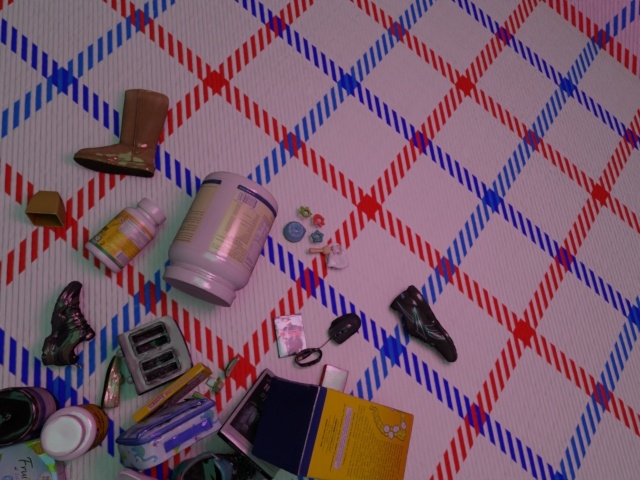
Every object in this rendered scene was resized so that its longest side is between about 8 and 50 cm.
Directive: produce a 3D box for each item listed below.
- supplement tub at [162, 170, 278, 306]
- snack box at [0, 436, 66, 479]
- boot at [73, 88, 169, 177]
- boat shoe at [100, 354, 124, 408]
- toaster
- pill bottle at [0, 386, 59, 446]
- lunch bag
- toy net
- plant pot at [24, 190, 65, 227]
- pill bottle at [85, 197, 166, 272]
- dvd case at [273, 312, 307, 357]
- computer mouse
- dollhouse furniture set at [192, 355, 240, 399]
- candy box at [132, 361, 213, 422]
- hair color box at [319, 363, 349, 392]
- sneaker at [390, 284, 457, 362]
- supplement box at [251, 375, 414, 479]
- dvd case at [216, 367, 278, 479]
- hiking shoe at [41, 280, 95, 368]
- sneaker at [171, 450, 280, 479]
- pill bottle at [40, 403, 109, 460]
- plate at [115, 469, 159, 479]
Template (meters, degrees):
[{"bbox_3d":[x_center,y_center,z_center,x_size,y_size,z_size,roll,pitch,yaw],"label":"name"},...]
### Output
[{"bbox_3d":[-0.278,-0.002,1.318,0.235,0.235,0.325,23,70,-5],"label":"supplement tub"},{"bbox_3d":[-0.711,0.590,1.127,0.174,0.070,0.207,-11,81,-15],"label":"snack box"},{"bbox_3d":[-0.598,-0.334,1.429,0.235,0.089,0.270,8,72,-21],"label":"boot"},{"bbox_3d":[-0.546,0.375,1.249,0.045,0.050,0.136,18,65,-32],"label":"boat shoe"},{"bbox_3d":[-0.434,0.304,1.259,0.185,0.110,0.168,-21,80,-18],"label":"toaster"},{"bbox_3d":[-0.698,0.408,1.108,0.122,0.219,0.123,4,73,-12],"label":"pill bottle"},{"bbox_3d":[-0.362,0.462,1.139,0.218,0.176,0.090,-17,88,-46],"label":"lunch bag"},{"bbox_3d":[0.000,0.000,1.486,0.232,0.045,0.122,38,68,-1],"label":"toy net"},{"bbox_3d":[-0.764,-0.093,1.321,0.081,0.081,0.084,4,63,-11],"label":"plant pot"},{"bbox_3d":[-0.541,-0.019,1.326,0.117,0.117,0.208,40,70,1],"label":"pill bottle"},{"bbox_3d":[-0.089,0.281,1.395,0.087,0.013,0.120,-6,75,-14],"label":"dvd case"},{"bbox_3d":[0.028,0.294,1.396,0.242,0.041,0.071,-35,88,-23],"label":"computer mouse"},{"bbox_3d":[-0.284,0.373,1.291,0.058,0.076,0.152,31,70,0],"label":"dollhouse furniture set"},{"bbox_3d":[-0.382,0.401,1.233,0.205,0.105,0.027,-38,74,-14],"label":"candy box"},{"bbox_3d":[0.029,0.438,1.360,0.071,0.043,0.141,20,70,-7],"label":"hair color box"},{"bbox_3d":[0.324,0.271,1.465,0.106,0.101,0.267,-34,84,2],"label":"sneaker"},{"bbox_3d":[0.041,0.489,1.191,0.356,0.194,0.196,29,66,-35],"label":"supplement box"},{"bbox_3d":[-0.139,0.479,1.253,0.179,0.030,0.239,41,37,1],"label":"dvd case"},{"bbox_3d":[-0.657,0.224,1.257,0.114,0.086,0.227,15,76,-22],"label":"hiking shoe"},{"bbox_3d":[-0.227,0.581,1.186,0.295,0.178,0.124,-6,75,-15],"label":"sneaker"},{"bbox_3d":[-0.585,0.454,1.123,0.117,0.215,0.118,3,73,-12],"label":"pill bottle"},{"bbox_3d":[-0.374,0.662,1.120,0.277,0.277,0.045,28,28,-4],"label":"plate"}]
